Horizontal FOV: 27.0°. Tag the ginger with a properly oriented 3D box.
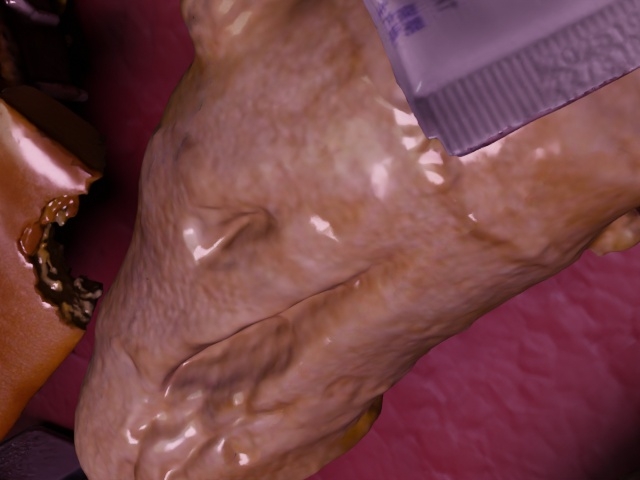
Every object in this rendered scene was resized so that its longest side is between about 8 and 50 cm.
[{"bbox_3d":[0.000,0.000,0.522,0.190,0.126,0.354,29,125,-10],"label":"ginger"}]

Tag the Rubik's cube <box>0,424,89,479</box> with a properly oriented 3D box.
[{"bbox_3d":[-0.128,0.279,0.643,0.256,0.253,0.259,18,119,29],"label":"Rubik's cube"}]

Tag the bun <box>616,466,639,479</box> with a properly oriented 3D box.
[{"bbox_3d":[0.198,0.231,0.425,0.362,0.211,0.362,14,117,28],"label":"bun"}]

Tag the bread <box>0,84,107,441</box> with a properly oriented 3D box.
[{"bbox_3d":[-0.154,0.035,0.586,0.088,0.049,0.226,37,119,-9],"label":"bread"}]

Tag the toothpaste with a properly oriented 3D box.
[{"bbox_3d":[0.031,-0.162,0.423,0.099,0.068,0.282,-41,59,35],"label":"toothpaste"}]

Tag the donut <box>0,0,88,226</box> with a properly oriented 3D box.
[{"bbox_3d":[-0.227,-0.077,0.665,0.269,0.103,0.270,14,118,28],"label":"donut"}]
